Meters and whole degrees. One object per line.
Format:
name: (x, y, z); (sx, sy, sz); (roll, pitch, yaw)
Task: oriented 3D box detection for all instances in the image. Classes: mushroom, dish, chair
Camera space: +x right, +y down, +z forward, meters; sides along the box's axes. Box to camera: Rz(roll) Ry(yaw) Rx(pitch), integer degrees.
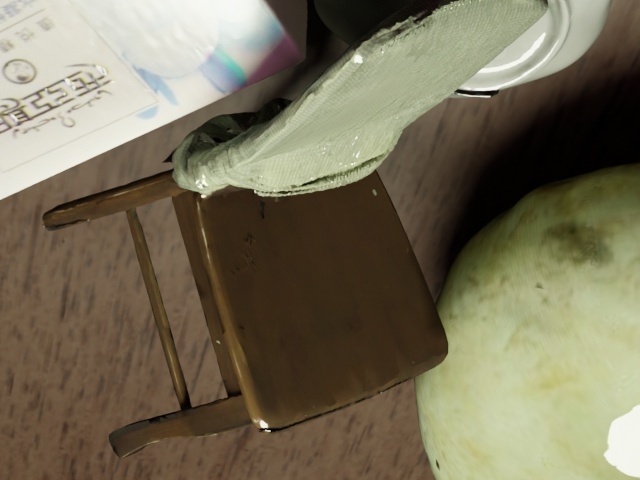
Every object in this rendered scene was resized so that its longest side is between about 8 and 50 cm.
mushroom: (0.231, 0.092, 1.065); (0.352, 0.260, 0.352); (4, 134, 4)
dish: (0.089, -0.139, 0.950); (0.191, 0.066, 0.190); (-2, 137, -2)
chair: (0.000, 0.000, 0.932); (0.160, 0.186, 0.319); (-15, 176, -43)

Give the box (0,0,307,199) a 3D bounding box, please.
box: (-0.173, -0.143, 0.893); (0.274, 0.116, 0.203); (-22, 132, 19)
